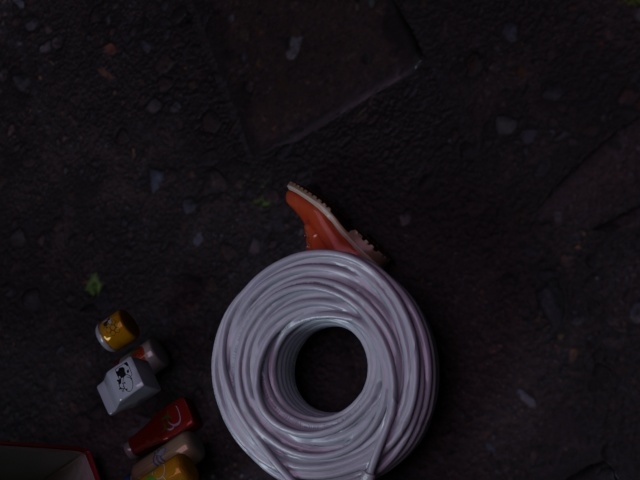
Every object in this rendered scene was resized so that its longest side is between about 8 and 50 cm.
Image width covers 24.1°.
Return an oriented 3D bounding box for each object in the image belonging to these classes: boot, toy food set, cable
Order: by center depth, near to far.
[{"bbox_3d":[0.009,0.141,1.623,0.257,0.089,0.257,37,100,22],"label":"cable"},{"bbox_3d":[0.000,0.000,1.710,0.084,0.059,0.158,-50,62,11],"label":"boot"},{"bbox_3d":[-0.213,0.204,1.722,0.104,0.111,0.232,-34,66,13],"label":"toy food set"}]

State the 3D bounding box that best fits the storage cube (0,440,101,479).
[{"bbox_3d":[-0.357,0.356,1.698,0.193,0.215,0.183,-36,64,20],"label":"storage cube"}]
